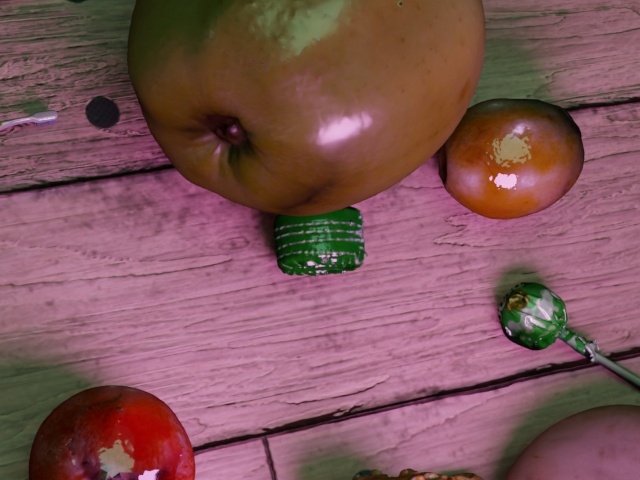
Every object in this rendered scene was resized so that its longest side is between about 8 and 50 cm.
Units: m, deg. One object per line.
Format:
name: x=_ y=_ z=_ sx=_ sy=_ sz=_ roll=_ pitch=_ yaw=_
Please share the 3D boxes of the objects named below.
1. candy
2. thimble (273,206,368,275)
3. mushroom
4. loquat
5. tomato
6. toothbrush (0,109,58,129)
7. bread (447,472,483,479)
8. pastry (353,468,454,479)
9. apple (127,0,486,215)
candy: x=0.405 y=0.165 z=1.800 sx=0.323 sy=0.097 sz=0.097 roll=31 pitch=67 yaw=-13
thimble: x=0.000 y=0.000 z=1.708 sx=0.130 sy=0.118 sz=0.090 roll=-5 pitch=78 yaw=2
mushroom: x=0.418 y=0.399 z=1.620 sx=0.362 sy=0.295 sz=0.362 roll=-5 pitch=36 yaw=4
loquat: x=0.285 y=-0.122 z=1.799 sx=0.227 sy=0.179 sz=0.179 roll=-5 pitch=74 yaw=-13
tomato: x=-0.257 y=0.284 z=1.507 sx=0.208 sy=0.184 sz=0.208 roll=4 pitch=71 yaw=-13
toothbrush: x=-0.490 y=-0.146 z=1.663 sx=0.263 sy=0.026 sz=0.022 roll=-14 pitch=71 yaw=-19
bread: x=0.181 y=0.357 z=1.676 sx=0.110 sy=0.060 sz=0.066 roll=-4 pitch=87 yaw=-20
pastry: x=0.148 y=0.418 z=1.552 sx=0.162 sy=0.255 sz=0.311 roll=-35 pitch=84 yaw=-39
apple: x=-0.024 y=-0.253 z=1.606 sx=0.473 sy=0.473 sz=0.474 roll=5 pitch=72 yaw=-14
